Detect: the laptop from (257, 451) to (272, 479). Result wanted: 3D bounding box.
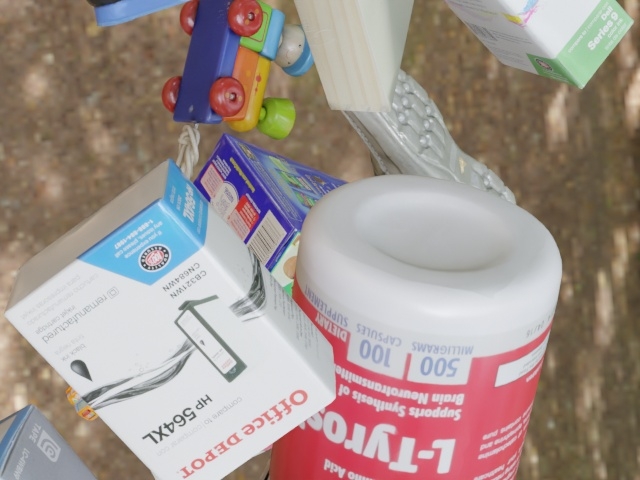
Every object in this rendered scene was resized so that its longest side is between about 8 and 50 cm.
[{"bbox_3d":[-0.015,0.370,2.274,0.234,0.264,0.136,-62,145,-38],"label":"laptop"}]

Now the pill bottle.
[{"bbox_3d":[0.073,0.165,1.388,0.229,0.229,0.407,-64,164,-59],"label":"pill bottle"}]

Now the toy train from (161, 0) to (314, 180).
[{"bbox_3d":[-0.089,-0.138,1.637,0.143,0.105,0.248,16,84,-42],"label":"toy train"}]

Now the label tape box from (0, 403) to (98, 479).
[{"bbox_3d":[-0.235,0.333,1.218,0.347,0.249,0.115,54,18,-21],"label":"label tape box"}]

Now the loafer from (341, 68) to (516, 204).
[{"bbox_3d":[0.101,-0.087,1.710,0.319,0.111,0.112,46,39,-32],"label":"loafer"}]

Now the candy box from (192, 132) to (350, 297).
[{"bbox_3d":[0.000,0.000,2.208,0.317,0.122,0.268,19,23,-37],"label":"candy box"}]

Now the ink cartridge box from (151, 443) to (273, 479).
[{"bbox_3d":[-0.128,0.262,2.157,0.092,0.218,0.158,61,21,-2],"label":"ink cartridge box"}]

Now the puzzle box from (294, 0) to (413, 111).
[{"bbox_3d":[0.042,-0.338,1.140,0.272,0.052,0.409,68,30,-56],"label":"puzzle box"}]

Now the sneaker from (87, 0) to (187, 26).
[{"bbox_3d":[-0.121,-0.276,1.423,0.081,0.232,0.090,-87,158,-71],"label":"sneaker"}]

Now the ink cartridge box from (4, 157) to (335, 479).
[{"bbox_3d":[-0.104,0.068,1.104,0.203,0.148,0.086,50,13,-20],"label":"ink cartridge box"}]

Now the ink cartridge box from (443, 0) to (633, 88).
[{"bbox_3d":[0.177,-0.257,1.469,0.212,0.093,0.154,39,-2,-29],"label":"ink cartridge box"}]

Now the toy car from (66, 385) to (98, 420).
[{"bbox_3d":[-0.252,0.190,1.868,0.040,0.122,0.060,-92,157,-51],"label":"toy car"}]
